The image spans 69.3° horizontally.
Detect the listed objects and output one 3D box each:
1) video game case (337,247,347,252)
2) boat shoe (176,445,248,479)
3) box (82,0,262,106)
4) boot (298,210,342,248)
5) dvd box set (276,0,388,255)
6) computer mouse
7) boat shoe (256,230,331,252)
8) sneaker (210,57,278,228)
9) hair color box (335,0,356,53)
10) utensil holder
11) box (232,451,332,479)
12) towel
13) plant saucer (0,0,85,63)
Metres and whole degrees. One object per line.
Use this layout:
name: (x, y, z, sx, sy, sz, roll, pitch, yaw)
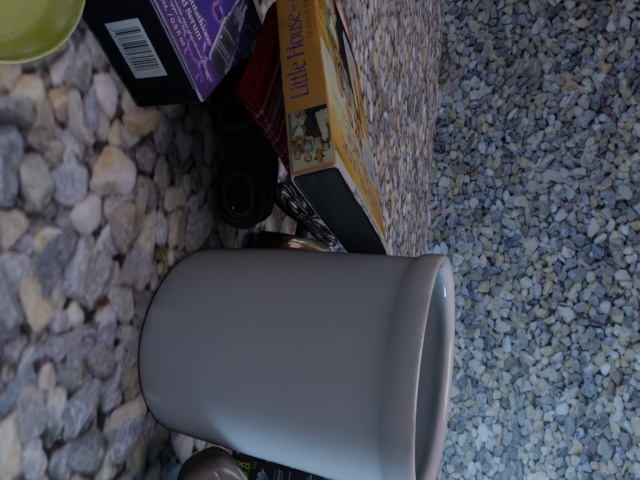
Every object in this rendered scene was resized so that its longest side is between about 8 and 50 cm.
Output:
video game case: (0.135, 0.095, 1.484, 0.300, 0.036, 0.328, -59, 145, -47)
boat shoe: (-0.167, 0.431, 0.711, 0.133, 0.130, 0.355, -13, 123, -23)
box: (-0.180, -0.294, 0.599, 0.153, 0.108, 0.207, 68, 34, -44)
boot: (0.000, 0.000, 1.132, 0.190, 0.069, 0.086, 40, 63, -53)
dvd box set: (0.019, -0.209, 0.710, 0.307, 0.062, 0.419, 49, 32, -61)
computer mouse: (-0.017, -0.116, 1.028, 0.188, 0.072, 0.272, 41, 43, -19)
boat shoe: (-0.035, 0.068, 0.978, 0.324, 0.123, 0.119, 36, 64, -63)
sneaker: (-0.119, -0.164, 0.797, 0.130, 0.109, 0.286, -13, 110, -78)
hair color box: (-0.027, -0.363, 0.956, 0.173, 0.105, 0.347, 61, 39, -53)
utensil holder: (-0.016, 0.173, 0.695, 0.328, 0.386, 0.327, 2, 90, -67)
box: (-0.050, 0.369, 0.856, 0.060, 0.217, 0.269, 39, 57, -61)
towel: (-0.045, -0.214, 0.760, 0.275, 0.031, 0.198, 58, 40, -58)
plant saucer: (-0.310, -0.274, 0.388, 0.241, 0.037, 0.240, 3, 90, -67)
